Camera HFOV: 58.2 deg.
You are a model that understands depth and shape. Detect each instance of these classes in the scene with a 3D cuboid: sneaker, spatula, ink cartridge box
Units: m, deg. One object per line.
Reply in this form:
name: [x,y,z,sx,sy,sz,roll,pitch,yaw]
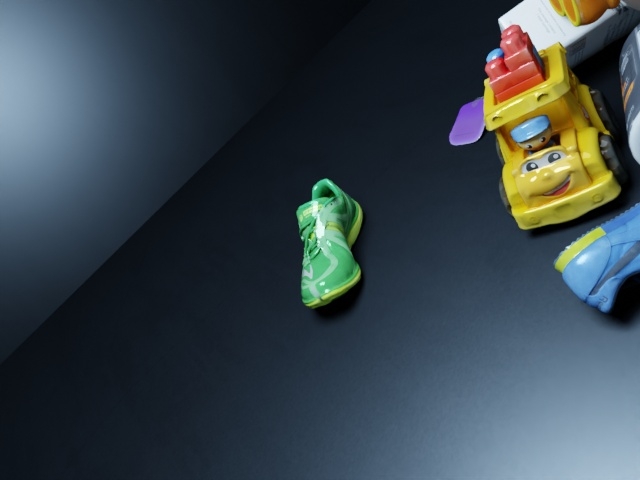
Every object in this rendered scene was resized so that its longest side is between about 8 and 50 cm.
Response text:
sneaker: [0.341,-0.003,0.575,0.209,0.069,0.082,-34,57,-4]
spatula: [0.330,-0.290,1.080,0.296,0.030,0.084,-51,24,-21]
ink cartridge box: [0.414,-0.354,0.896,0.237,0.100,0.172,-32,-10,19]
sneaker: [0.000,0.000,0.968,0.109,0.123,0.295,-29,28,23]

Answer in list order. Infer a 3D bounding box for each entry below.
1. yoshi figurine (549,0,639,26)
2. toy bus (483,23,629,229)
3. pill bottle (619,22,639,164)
yoshi figurine: [0.447,-0.425,0.689,0.362,0.203,0.203,-25,-16,18]
toy bus: [0.275,-0.157,0.731,0.150,0.211,0.220,-22,33,33]
pill bottle: [0.421,-0.188,0.666,0.130,0.130,0.245,-21,31,37]
